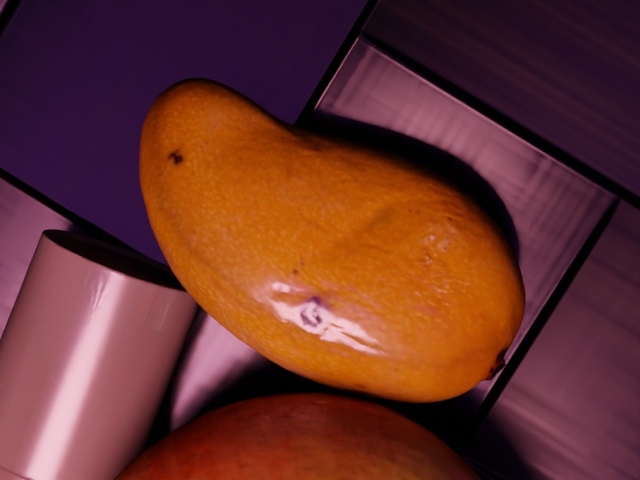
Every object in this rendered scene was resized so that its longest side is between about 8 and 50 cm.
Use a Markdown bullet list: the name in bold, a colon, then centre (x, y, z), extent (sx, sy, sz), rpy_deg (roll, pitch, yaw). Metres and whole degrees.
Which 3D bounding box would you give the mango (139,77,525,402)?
- **mango**: centre (0.000, 0.003, 0.816), extent (0.262, 0.109, 0.157), rpy_deg (32, 63, 10)

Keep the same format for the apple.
- **apple**: centre (-0.003, 0.222, 0.780), extent (0.286, 0.233, 0.285), rpy_deg (0, 95, -2)

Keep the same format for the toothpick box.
- **toothpick box**: centre (-0.154, 0.095, 0.841), extent (0.111, 0.111, 0.180), rpy_deg (22, 95, 2)
